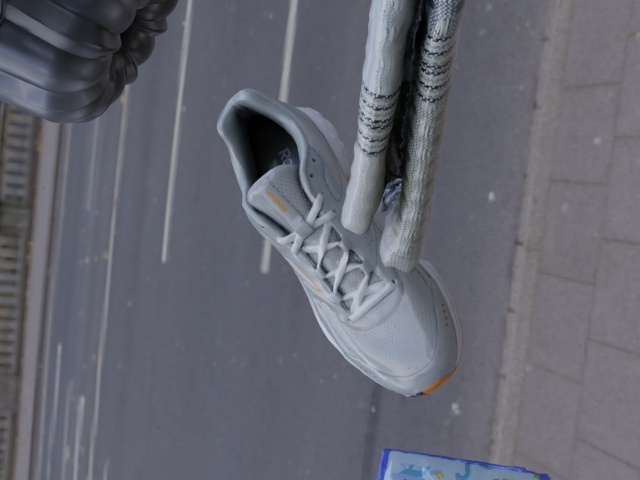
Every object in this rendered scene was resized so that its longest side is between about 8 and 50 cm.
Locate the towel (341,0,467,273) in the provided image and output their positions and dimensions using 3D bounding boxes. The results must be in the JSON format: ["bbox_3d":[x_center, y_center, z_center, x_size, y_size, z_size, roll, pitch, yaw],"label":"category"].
[{"bbox_3d":[0.065,-0.185,0.529,0.324,0.056,0.312,91,-171,-51],"label":"towel"}]

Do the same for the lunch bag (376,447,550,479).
[{"bbox_3d":[0.099,0.238,0.651,0.096,0.129,0.151,30,-114,-73],"label":"lunch bag"}]

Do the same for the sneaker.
[{"bbox_3d":[0.000,0.000,0.633,0.099,0.121,0.262,-40,68,13],"label":"sneaker"}]

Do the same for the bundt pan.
[{"bbox_3d":[-0.272,-0.280,1.089,0.330,0.124,0.331,-58,5,8],"label":"bundt pan"}]
